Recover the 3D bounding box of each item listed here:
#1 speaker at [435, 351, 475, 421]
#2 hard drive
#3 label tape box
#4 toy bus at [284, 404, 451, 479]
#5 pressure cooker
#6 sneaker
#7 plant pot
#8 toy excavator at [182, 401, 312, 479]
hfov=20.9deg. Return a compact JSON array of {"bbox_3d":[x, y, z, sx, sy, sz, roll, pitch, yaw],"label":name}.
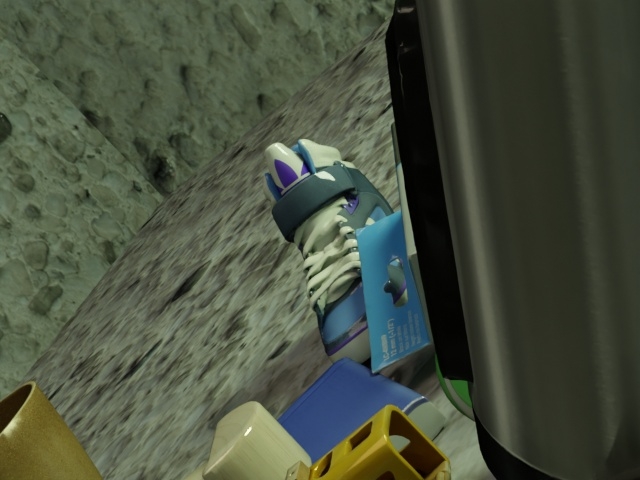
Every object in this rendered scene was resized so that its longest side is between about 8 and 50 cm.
[{"bbox_3d":[0.200,0.081,1.307,0.131,0.131,0.296,-48,12,-21],"label":"speaker"},{"bbox_3d":[-0.002,0.217,1.735,0.210,0.040,0.319,-45,11,-7],"label":"hard drive"},{"bbox_3d":[0.156,-0.053,1.766,0.348,0.115,0.249,-32,31,19],"label":"label tape box"},{"bbox_3d":[0.015,0.229,1.462,0.202,0.104,0.191,-49,12,-29],"label":"toy bus"},{"bbox_3d":[0.236,-0.009,0.804,0.370,0.420,0.375,-13,18,-10],"label":"pressure cooker"},{"bbox_3d":[0.000,0.000,2.029,0.130,0.236,0.323,-39,11,22],"label":"sneaker"},{"bbox_3d":[-0.303,0.322,1.854,0.237,0.254,0.237,-42,10,9],"label":"plant pot"},{"bbox_3d":[-0.240,0.362,1.566,0.433,0.222,0.445,-35,14,35],"label":"toy excavator"}]
